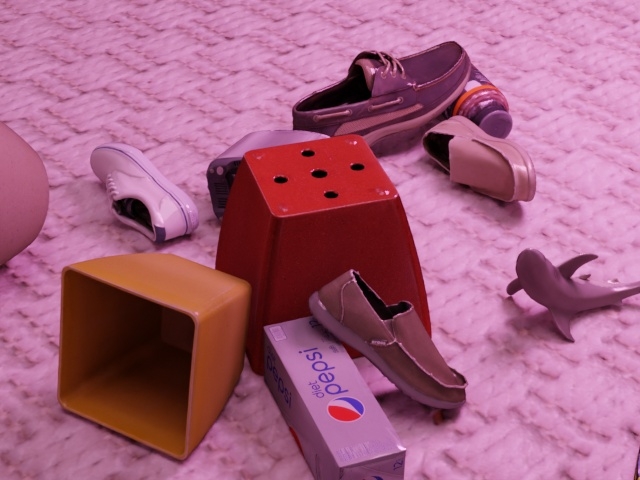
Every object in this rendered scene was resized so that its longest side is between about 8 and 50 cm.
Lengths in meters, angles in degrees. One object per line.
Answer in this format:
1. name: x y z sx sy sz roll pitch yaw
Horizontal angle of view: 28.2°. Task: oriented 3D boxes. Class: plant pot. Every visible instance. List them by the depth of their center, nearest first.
1. plant pot: -0.204 0.129 1.693 0.212 0.212 0.187 19 26 24
2. plant pot: 0.000 0.000 1.831 0.267 0.235 0.267 -9 37 -14

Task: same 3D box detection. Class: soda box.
1. soda box: 0.012 0.221 1.637 0.091 0.098 0.286 -11 37 -18

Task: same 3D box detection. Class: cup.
1. cup: -0.551 -0.072 1.906 0.331 0.331 0.237 33 20 37

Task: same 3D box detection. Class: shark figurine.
1. shark figurine: 0.386 0.090 1.853 0.278 0.166 0.116 7 58 -20

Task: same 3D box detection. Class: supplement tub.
1. supplement tub: 0.271 -0.249 2.296 0.106 0.106 0.198 -13 37 -17

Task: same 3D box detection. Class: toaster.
1. toaster: -0.062 -0.102 2.057 0.227 0.129 0.146 3 31 23

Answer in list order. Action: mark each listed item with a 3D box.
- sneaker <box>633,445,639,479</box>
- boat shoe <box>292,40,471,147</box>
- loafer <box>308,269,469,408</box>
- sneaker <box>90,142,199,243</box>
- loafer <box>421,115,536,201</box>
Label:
1. sneaker: 0.430 0.274 1.606 0.059 0.053 0.144 9 45 14
2. boat shoe: 0.107 -0.258 2.215 0.355 0.130 0.132 -33 42 -13
3. loafer: 0.103 0.130 1.691 0.251 0.087 0.094 36 14 -6
4. sneaker: -0.308 -0.082 2.066 0.091 0.094 0.258 -24 42 -37
5. loafer: 0.262 -0.128 2.139 0.092 0.102 0.268 -18 30 -22
